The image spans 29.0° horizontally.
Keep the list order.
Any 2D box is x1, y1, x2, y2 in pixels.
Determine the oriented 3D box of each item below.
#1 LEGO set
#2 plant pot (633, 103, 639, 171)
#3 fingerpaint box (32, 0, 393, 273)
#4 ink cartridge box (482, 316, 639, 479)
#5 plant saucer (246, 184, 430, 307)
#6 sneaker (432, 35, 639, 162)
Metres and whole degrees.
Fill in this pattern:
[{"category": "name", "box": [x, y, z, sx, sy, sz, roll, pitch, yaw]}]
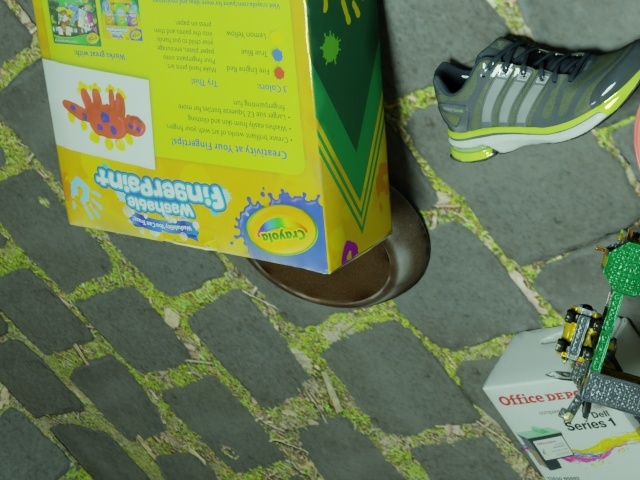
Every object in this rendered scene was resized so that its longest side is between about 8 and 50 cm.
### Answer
[{"category": "LEGO set", "box": [0.446, 0.122, 1.471, 0.331, 0.192, 0.254, 9, 97, 8]}, {"category": "plant pot", "box": [0.461, -0.132, 1.136, 0.275, 0.243, 0.275, 22, 139, 21]}, {"category": "fingerpaint box", "box": [-0.140, -0.184, 1.585, 0.445, 0.163, 0.371, 9, 115, 34]}, {"category": "ink cartridge box", "box": [0.384, 0.255, 1.693, 0.201, 0.117, 0.278, -16, 116, 47]}, {"category": "plant saucer", "box": [0.000, 0.000, 1.764, 0.311, 0.050, 0.310, 14, 140, 13]}, {"category": "sneaker", "box": [0.239, -0.176, 1.394, 0.300, 0.111, 0.121, -16, 113, 45]}]
